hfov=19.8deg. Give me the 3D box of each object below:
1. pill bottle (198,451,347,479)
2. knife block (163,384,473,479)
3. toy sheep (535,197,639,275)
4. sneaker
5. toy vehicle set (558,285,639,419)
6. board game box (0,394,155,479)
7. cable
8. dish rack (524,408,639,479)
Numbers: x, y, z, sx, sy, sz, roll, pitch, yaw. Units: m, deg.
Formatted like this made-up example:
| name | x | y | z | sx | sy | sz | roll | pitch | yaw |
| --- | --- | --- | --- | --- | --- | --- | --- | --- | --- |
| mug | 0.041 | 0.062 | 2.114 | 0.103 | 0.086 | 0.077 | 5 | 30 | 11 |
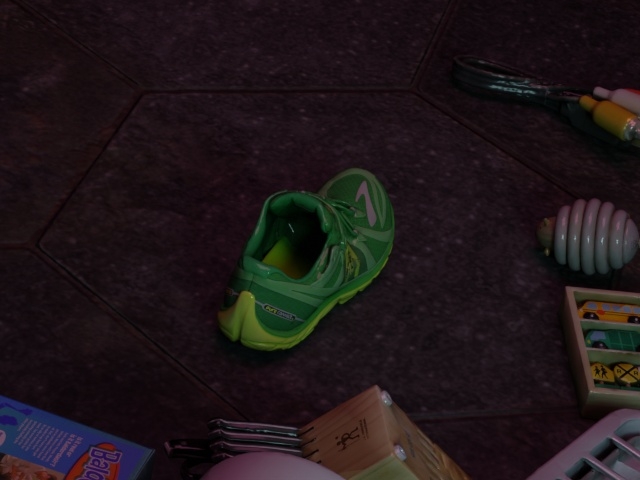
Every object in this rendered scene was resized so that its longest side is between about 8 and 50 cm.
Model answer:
| name | x | y | z | sx | sy | sz | roll | pitch | yaw |
| --- | --- | --- | --- | --- | --- | --- | --- | --- | --- |
| pill bottle | -0.096 | 0.333 | 1.266 | 0.224 | 0.224 | 0.392 | 22 | 37 | 14 |
| knife block | -0.006 | 0.243 | 1.550 | 0.276 | 0.242 | 0.088 | 46 | 20 | -34 |
| toy sheep | 0.293 | -0.004 | 1.949 | 0.132 | 0.091 | 0.091 | 1 | 33 | 17 |
| sneaker | 0.000 | 0.000 | 1.828 | 0.109 | 0.123 | 0.295 | 22 | 36 | 14 |
| toy vehicle set | 0.381 | 0.123 | 1.841 | 0.266 | 0.035 | 0.166 | 6 | 37 | -8 |
| board game box | -0.266 | 0.205 | 1.541 | 0.210 | 0.047 | 0.160 | 18 | 36 | 10 |
| cable | 0.304 | -0.185 | 2.208 | 0.287 | 0.072 | 0.139 | 28 | 34 | 22 |
| dish rack | 0.341 | 0.281 | 1.552 | 0.333 | 0.072 | 0.285 | 29 | 26 | 22 |
